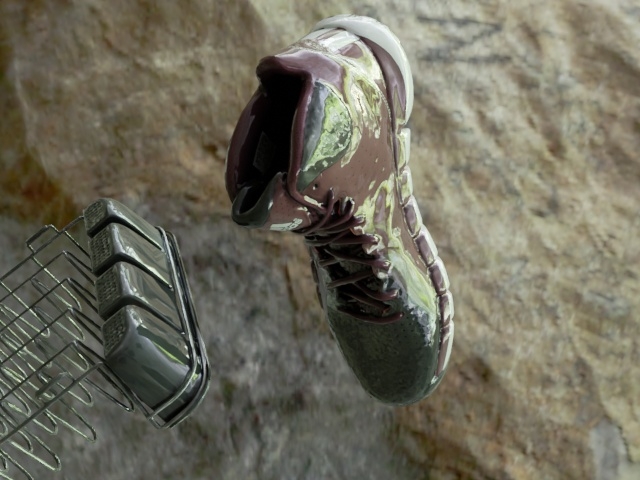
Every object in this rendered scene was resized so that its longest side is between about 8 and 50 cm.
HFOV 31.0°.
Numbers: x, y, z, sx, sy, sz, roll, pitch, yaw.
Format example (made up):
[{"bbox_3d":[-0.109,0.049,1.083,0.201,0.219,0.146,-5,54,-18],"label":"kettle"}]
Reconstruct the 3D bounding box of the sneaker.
[{"bbox_3d":[0.000,0.000,0.766,0.106,0.281,0.162,-4,-166,33],"label":"sneaker"}]

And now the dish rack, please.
[{"bbox_3d":[-0.213,0.099,0.788,0.271,0.074,0.208,-37,-147,8],"label":"dish rack"}]
